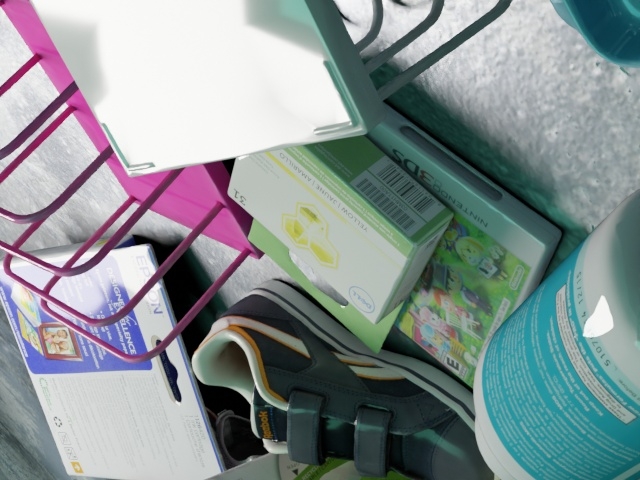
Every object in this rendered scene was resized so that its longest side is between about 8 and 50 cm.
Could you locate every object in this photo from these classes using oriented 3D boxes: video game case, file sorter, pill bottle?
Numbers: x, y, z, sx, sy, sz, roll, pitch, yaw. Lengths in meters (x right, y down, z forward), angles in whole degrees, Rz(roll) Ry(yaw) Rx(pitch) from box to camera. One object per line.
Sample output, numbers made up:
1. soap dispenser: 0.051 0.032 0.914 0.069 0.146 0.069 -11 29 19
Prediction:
1. video game case: 0.082 0.006 0.907 0.193 0.023 0.212 39 148 20
2. file sorter: -0.043 -0.176 0.726 0.277 0.173 0.193 -3 119 54
3. file sorter: -0.221 -0.053 1.032 0.202 0.182 0.291 22 152 39
4. pill bottle: 0.189 0.082 0.726 0.146 0.146 0.264 45 149 9

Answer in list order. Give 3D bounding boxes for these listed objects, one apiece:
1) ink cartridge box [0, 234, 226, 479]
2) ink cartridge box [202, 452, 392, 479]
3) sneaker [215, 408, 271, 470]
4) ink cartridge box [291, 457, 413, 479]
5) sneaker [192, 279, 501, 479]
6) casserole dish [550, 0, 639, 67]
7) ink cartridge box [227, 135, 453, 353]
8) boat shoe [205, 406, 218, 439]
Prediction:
1. ink cartridge box: -0.241 0.147 1.371 0.307 0.072 0.304 -7 106 38
2. ink cartridge box: 0.003 0.316 1.123 0.232 0.189 0.066 64 153 17
3. sneaker: -0.034 0.276 1.274 0.281 0.105 0.115 15 132 44
4. ink cartridge box: 0.077 0.315 1.084 0.097 0.189 0.255 -10 114 58
5. sneaker: 0.019 0.160 1.058 0.321 0.127 0.126 27 139 32
6. casserole dish: 0.193 -0.152 0.575 0.188 0.037 0.114 -4 120 56
7. ink cartridge box: 0.000 0.000 0.934 0.171 0.056 0.235 42 146 14
8. boat shoe: -0.135 0.258 1.451 0.137 0.043 0.049 40 150 21
